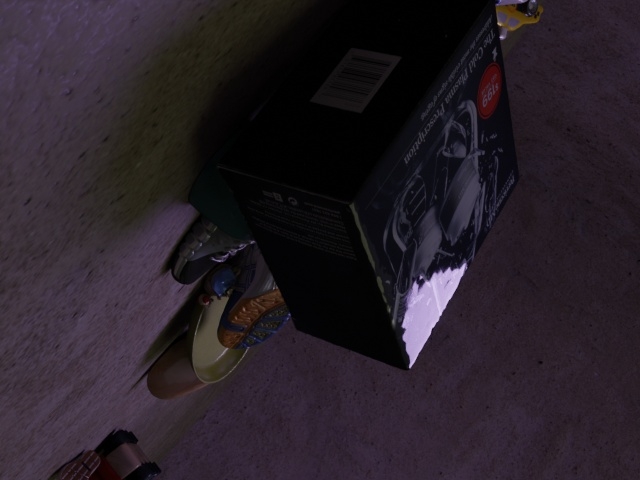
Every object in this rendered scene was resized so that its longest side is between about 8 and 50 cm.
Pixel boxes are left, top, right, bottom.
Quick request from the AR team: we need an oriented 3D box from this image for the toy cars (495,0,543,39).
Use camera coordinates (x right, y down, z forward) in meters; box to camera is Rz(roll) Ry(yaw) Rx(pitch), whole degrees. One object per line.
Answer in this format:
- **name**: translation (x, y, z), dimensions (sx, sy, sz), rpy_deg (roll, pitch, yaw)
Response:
- **toy cars**: translation (0.295, -0.401, 1.518), dimensions (0.393, 0.176, 0.087), rpy_deg (-7, 105, -82)

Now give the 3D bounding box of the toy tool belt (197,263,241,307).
- **toy tool belt**: translation (-0.175, 0.079, 1.573), dimensions (0.051, 0.052, 0.083), rpy_deg (0, -133, 46)

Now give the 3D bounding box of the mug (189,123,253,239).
- **mug**: translation (-0.083, -0.070, 1.117), dimensions (0.129, 0.097, 0.158), rpy_deg (-48, 174, -25)

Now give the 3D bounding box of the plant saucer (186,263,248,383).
- **plant saucer**: translation (-0.182, 0.149, 1.702), dimensions (0.241, 0.037, 0.241), rpy_deg (-46, 146, -44)

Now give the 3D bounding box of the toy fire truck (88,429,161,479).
- **toy fire truck**: translation (-0.469, 0.547, 1.946), dimensions (0.246, 0.158, 0.217), rpy_deg (-37, 172, -12)

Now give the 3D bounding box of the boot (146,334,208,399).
- **boot**: translation (-0.245, 0.235, 1.871), dimensions (0.295, 0.104, 0.211), rpy_deg (-36, -179, -25)

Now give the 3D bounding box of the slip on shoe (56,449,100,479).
- **slip on shoe**: translation (-0.464, 0.440, 1.714), dimensions (0.041, 0.051, 0.135), rpy_deg (-40, -177, 14)

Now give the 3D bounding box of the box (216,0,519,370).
- **box**: translation (0.083, -0.082, 1.101), dimensions (0.343, 0.178, 0.313), rpy_deg (-55, 146, -27)

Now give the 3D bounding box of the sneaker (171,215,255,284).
- **sneaker**: translation (-0.104, 0.003, 1.249), dimensions (0.229, 0.132, 0.086), rpy_deg (-53, 174, 23)

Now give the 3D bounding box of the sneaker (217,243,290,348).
- **sneaker**: translation (-0.102, 0.062, 1.628), dimensions (0.111, 0.131, 0.296), rpy_deg (16, 118, -37)
